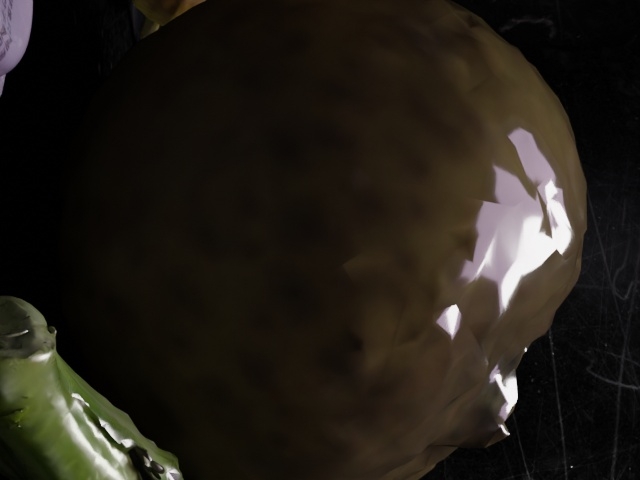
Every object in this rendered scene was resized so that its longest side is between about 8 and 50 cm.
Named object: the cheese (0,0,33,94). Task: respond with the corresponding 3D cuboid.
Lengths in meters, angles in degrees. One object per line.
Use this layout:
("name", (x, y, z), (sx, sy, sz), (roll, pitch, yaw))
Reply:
("cheese", (-0.152, -0.127, 0.410), (0.191, 0.042, 0.105), (93, -3, -63))

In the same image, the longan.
("longan", (0.000, 0.000, 0.737), (0.391, 0.391, 0.391), (-178, -90, -88))

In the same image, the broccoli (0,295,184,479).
("broccoli", (-0.128, 0.152, 0.563), (0.145, 0.165, 0.304), (-52, 141, -39))

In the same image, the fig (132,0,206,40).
("fig", (-0.118, -0.234, 0.932), (0.160, 0.143, 0.230), (-45, 156, -44))
